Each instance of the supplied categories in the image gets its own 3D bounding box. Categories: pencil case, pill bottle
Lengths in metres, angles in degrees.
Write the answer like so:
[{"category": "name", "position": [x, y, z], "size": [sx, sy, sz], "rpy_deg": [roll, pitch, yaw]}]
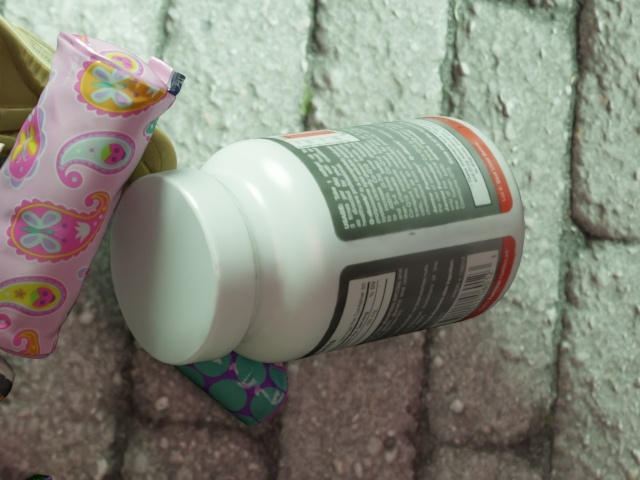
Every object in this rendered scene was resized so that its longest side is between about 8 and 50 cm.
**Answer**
[{"category": "pencil case", "position": [-0.102, 0.112, 1.544], "size": [0.151, 0.064, 0.070], "rpy_deg": [41, 82, -18]}, {"category": "pencil case", "position": [-0.226, -0.041, 1.376], "size": [0.124, 0.124, 0.284], "rpy_deg": [25, 96, -22]}, {"category": "pill bottle", "position": [0.000, 0.000, 1.493], "size": [0.363, 0.210, 0.210], "rpy_deg": [-9, 89, -38]}]

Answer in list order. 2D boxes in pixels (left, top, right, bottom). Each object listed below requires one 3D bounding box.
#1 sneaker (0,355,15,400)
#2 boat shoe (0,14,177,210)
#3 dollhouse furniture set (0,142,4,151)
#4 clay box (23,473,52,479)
[{"category": "sneaker", "position": [-0.437, 0.118, 1.358], "size": [0.321, 0.124, 0.180], "rpy_deg": [23, 79, -12]}, {"category": "boat shoe", "position": [-0.292, -0.136, 1.450], "size": [0.341, 0.110, 0.121], "rpy_deg": [34, 93, -24]}, {"category": "dollhouse furniture set", "position": [-0.361, -0.137, 1.236], "size": [0.262, 0.135, 0.259], "rpy_deg": [38, 58, -20]}, {"category": "clay box", "position": [-0.266, 0.341, 1.446], "size": [0.127, 0.053, 0.222], "rpy_deg": [-25, 95, -26]}]
